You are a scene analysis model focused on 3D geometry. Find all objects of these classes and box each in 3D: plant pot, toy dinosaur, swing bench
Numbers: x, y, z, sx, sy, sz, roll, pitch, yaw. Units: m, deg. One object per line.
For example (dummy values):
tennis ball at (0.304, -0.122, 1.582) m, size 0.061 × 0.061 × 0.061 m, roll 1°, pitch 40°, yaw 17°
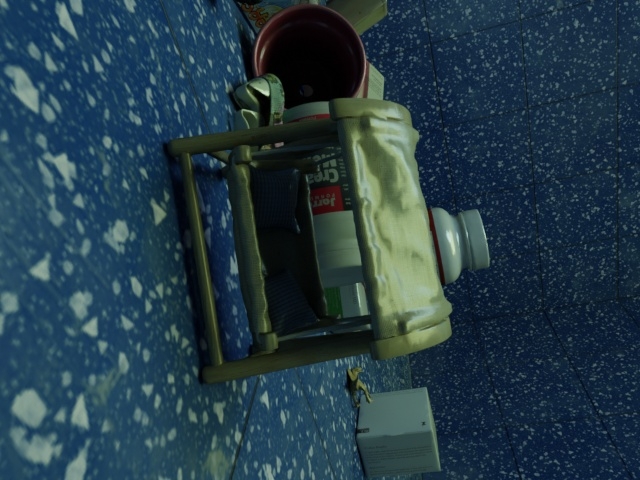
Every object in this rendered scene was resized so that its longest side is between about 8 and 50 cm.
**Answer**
plant pot at (-0.026, -0.309, 0.942) m, size 0.180 × 0.201 × 0.201 m, roll -165°, pitch -116°, yaw -85°
toy dinosaur at (0.087, 0.354, 1.211) m, size 0.183 × 0.053 × 0.092 m, roll 49°, pitch 16°, yaw -82°
swing bench at (0.000, 0.000, 0.548) m, size 0.165 × 0.254 × 0.253 m, roll 10°, pitch 69°, yaw -78°

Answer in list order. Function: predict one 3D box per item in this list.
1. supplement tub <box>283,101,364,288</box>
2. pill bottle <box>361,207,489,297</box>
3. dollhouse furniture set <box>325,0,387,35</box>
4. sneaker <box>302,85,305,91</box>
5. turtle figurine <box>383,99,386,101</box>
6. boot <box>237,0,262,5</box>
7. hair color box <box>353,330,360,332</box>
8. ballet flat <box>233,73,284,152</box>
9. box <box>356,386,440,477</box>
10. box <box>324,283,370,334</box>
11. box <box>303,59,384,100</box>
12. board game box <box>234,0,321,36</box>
supplement tub at (0.009, -0.070, 0.828) m, size 0.191 × 0.191 × 0.272 m, roll 44°, pitch 36°, yaw -71°
pill bottle at (0.270, 0.031, 1.471) m, size 0.229 × 0.407 × 0.229 m, roll -11°, pitch 90°, yaw -79°
dollhouse furniture set at (-0.063, -0.616, 1.125) m, size 0.394 × 0.256 × 0.362 m, roll 56°, pitch 14°, yaw -8°
sneaker at (-0.015, -0.413, 1.365) m, size 0.209 × 0.069 × 0.082 m, roll 3°, pitch 80°, yaw -79°
turtle figurine at (0.106, -0.336, 1.353) m, size 0.269 × 0.087 × 0.217 m, roll 54°, pitch -10°, yaw 4°
boot at (-0.139, -0.541, 0.685) m, size 0.260 × 0.131 × 0.348 m, roll 29°, pitch 61°, yaw -67°
hair color box at (0.068, 0.212, 1.228) m, size 0.141 × 0.043 × 0.072 m, roll 62°, pitch 20°, yaw -59°
ballet flat at (-0.096, -0.185, 0.753) m, size 0.079 × 0.077 × 0.221 m, roll 29°, pitch 47°, yaw -48°
box at (0.192, 0.471, 1.236) m, size 0.182 × 0.181 × 0.119 m, roll -64°, pitch 142°, yaw -72°
box at (0.056, 0.148, 1.116) m, size 0.102 × 0.087 × 0.101 m, roll 53°, pitch 28°, yaw -66°
box at (0.047, -0.287, 1.149) m, size 0.127 × 0.148 × 0.232 m, roll 24°, pitch 66°, yaw -48°
board game box at (-0.070, -0.430, 0.930) m, size 0.201 × 0.136 × 0.035 m, roll 35°, pitch 44°, yaw -73°
